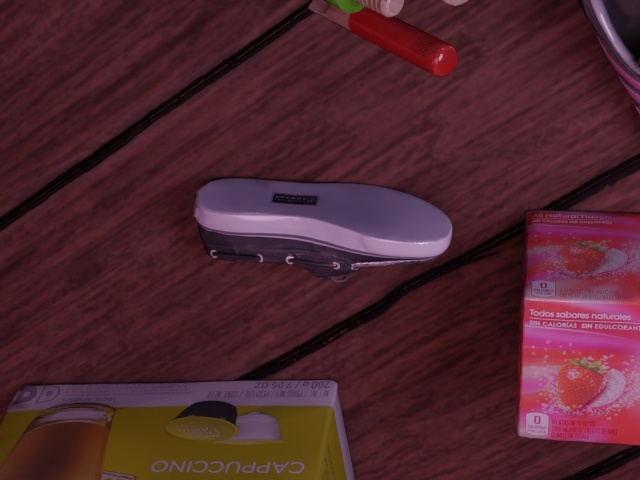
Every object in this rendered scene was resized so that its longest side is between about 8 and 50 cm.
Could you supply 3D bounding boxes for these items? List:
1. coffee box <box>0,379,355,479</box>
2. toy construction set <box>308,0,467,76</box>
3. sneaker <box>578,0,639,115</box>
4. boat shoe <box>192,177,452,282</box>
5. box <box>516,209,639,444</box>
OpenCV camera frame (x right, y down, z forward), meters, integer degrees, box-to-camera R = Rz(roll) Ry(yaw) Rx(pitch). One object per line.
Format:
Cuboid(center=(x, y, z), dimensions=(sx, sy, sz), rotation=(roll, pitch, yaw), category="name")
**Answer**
Cuboid(center=(-0.142, 0.364, 1.185), dimensions=(0.338, 0.334, 0.338), rotation=(-3, 120, 11), category="coffee box")
Cuboid(center=(0.046, -0.297, 0.860), dimensions=(0.237, 0.257, 0.309), rotation=(34, 111, 40), category="toy construction set")
Cuboid(center=(0.279, -0.121, 0.948), dimensions=(0.112, 0.131, 0.319), rotation=(-33, 110, 24), category="sneaker")
Cuboid(center=(0.000, 0.000, 1.100), dimensions=(0.228, 0.080, 0.076), rotation=(5, 127, 8), category="boat shoe")
Cuboid(center=(0.316, 0.072, 1.045), dimensions=(0.300, 0.154, 0.142), rotation=(3, 120, 10), category="box")
